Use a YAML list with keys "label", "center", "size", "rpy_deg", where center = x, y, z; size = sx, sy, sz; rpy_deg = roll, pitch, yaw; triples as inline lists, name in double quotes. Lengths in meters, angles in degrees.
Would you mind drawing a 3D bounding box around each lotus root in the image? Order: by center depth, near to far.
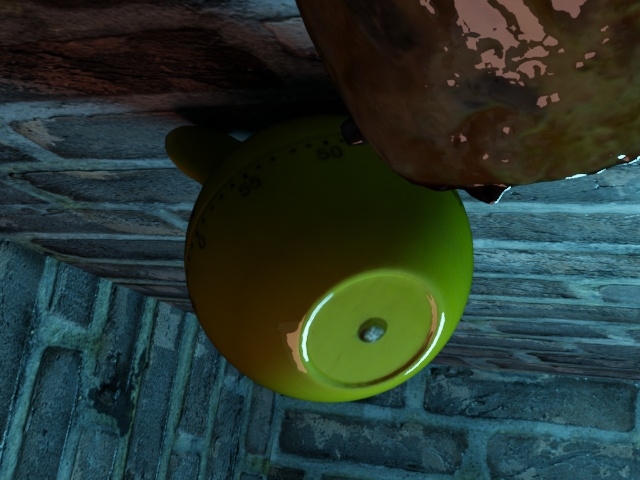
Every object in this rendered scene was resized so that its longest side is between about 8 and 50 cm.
- label: "lotus root"
  center: [0.111, -0.181, 0.399]
  size: [0.316, 0.316, 0.250]
  rpy_deg: [3, 157, 20]

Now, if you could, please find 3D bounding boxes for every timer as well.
- label: "timer"
  center: [0.000, 0.000, 1.136]
  size: [0.376, 0.376, 0.387]
  rpy_deg: [16, -153, -27]
